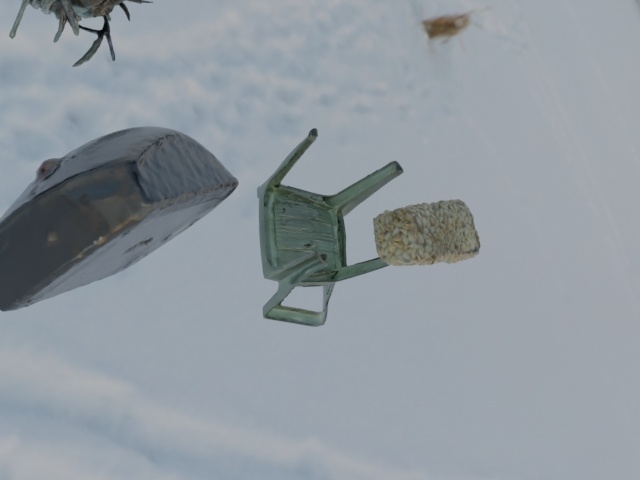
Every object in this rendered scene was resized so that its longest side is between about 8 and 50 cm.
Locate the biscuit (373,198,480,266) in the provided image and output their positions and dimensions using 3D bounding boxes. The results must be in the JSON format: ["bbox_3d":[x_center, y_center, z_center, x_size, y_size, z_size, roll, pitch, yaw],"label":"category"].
[{"bbox_3d":[0.135,-0.007,1.311,0.168,0.070,0.082,-9,88,-51],"label":"biscuit"}]

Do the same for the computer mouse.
[{"bbox_3d":[-0.180,-0.034,0.896,0.100,0.170,0.269,54,14,2],"label":"computer mouse"}]

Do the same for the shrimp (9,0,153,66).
[{"bbox_3d":[-0.437,-0.398,1.636,0.410,0.166,0.221,28,23,12],"label":"shrimp"}]

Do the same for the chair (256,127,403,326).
[{"bbox_3d":[0.000,0.000,1.482,0.190,0.274,0.203,9,67,-30],"label":"chair"}]
